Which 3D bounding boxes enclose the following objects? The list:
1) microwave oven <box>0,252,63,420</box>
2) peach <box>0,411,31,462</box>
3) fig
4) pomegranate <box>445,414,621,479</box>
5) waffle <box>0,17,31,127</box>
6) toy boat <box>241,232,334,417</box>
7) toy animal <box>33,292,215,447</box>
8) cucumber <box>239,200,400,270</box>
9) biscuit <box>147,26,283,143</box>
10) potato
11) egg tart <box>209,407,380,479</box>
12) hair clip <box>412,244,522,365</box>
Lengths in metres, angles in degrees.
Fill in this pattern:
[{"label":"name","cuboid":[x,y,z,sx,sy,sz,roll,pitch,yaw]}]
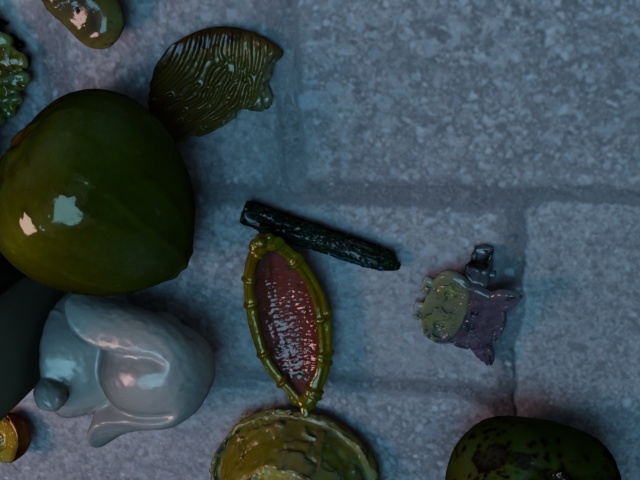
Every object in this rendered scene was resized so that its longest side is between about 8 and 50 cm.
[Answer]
[{"label":"microwave oven","cuboid":[-0.643,0.108,1.525,0.395,0.333,0.247,11,110,8]},{"label":"peach","cuboid":[-0.558,0.348,1.753,0.098,0.061,0.098,4,97,28]},{"label":"fig","cuboid":[-0.309,-0.053,1.410,0.316,0.316,0.316,5,114,11]},{"label":"pomegranate","cuboid":[0.307,0.425,1.507,0.285,0.285,0.340,26,147,1]},{"label":"waffle","cuboid":[-0.545,-0.267,1.485,0.214,0.054,0.208,39,114,-10]},{"label":"toy boat","cuboid":[-0.051,0.121,1.523,0.141,0.099,0.317,-5,115,18]},{"label":"toy animal","cuboid":[-0.299,0.208,1.556,0.265,0.206,0.271,4,111,15]},{"label":"cucumber","cuboid":[0.000,-0.001,1.485,0.257,0.044,0.043,19,127,2]},{"label":"biscuit","cuboid":[-0.164,-0.215,1.436,0.176,0.031,0.228,29,115,1]},{"label":"potato","cuboid":[-0.339,-0.337,1.400,0.092,0.070,0.138,-40,101,23]},{"label":"egg tart","cuboid":[-0.047,0.430,1.642,0.315,0.120,0.314,5,114,12]},{"label":"hair clip","cuboid":[0.219,0.095,1.474,0.146,0.056,0.187,21,119,10]}]
